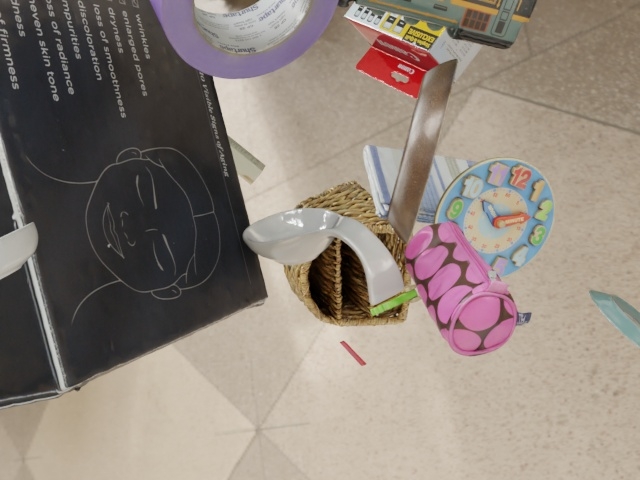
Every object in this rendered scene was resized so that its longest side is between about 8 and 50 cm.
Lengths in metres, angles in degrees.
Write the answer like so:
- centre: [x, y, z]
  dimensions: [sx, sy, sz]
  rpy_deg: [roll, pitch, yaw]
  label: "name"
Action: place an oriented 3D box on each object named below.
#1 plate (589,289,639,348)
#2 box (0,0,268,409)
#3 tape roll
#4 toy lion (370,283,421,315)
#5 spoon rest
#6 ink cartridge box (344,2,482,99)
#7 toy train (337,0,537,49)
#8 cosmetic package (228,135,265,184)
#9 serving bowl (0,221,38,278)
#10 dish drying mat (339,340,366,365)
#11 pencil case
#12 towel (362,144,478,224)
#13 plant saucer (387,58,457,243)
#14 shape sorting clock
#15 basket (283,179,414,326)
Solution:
- centre: [0.551, 0.146, 1.394]
  dimensions: [0.024, 0.188, 0.188]
  rpy_deg: [-50, 51, 20]
  label: "plate"
- centre: [-0.337, -0.079, 1.019]
  dimensions: [0.297, 0.471, 0.480]
  rpy_deg: [-13, 92, 24]
  label: "box"
- centre: [-0.079, -0.264, 0.806]
  dimensions: [0.189, 0.189, 0.080]
  rpy_deg: [-56, 46, 31]
  label: "tape roll"
- centre: [0.143, 0.120, 1.553]
  dimensions: [0.100, 0.096, 0.034]
  rpy_deg: [113, 131, -84]
  label: "toy lion"
- centre: [0.000, 0.000, 1.077]
  dimensions: [0.276, 0.137, 0.084]
  rpy_deg: [24, 129, 48]
  label: "spoon rest"
- centre: [0.213, -0.482, 1.784]
  dimensions: [0.272, 0.130, 0.309]
  rpy_deg: [-54, 45, 1]
  label: "ink cartridge box"
- centre: [0.162, -0.390, 1.113]
  dimensions: [0.142, 0.333, 0.190]
  rpy_deg: [-97, 20, -58]
  label: "toy train"
- centre: [-0.174, -0.172, 1.661]
  dimensions: [0.041, 0.115, 0.060]
  rpy_deg: [-49, 7, 15]
  label: "cosmetic package"
- centre: [-0.246, 0.017, 0.591]
  dimensions: [0.083, 0.083, 0.027]
  rpy_deg: [-15, 106, 49]
  label: "serving bowl"
- centre: [0.083, 0.286, 2.020]
  dimensions: [0.083, 0.008, 0.032]
  rpy_deg: [47, 159, -3]
  label: "dish drying mat"
- centre: [0.168, 0.048, 0.962]
  dimensions: [0.209, 0.095, 0.098]
  rpy_deg: [-115, 30, -62]
  label: "pencil case"
- centre: [0.226, -0.099, 1.544]
  dimensions: [0.209, 0.284, 0.034]
  rpy_deg: [-100, 23, -46]
  label: "towel"
- centre: [0.161, -0.149, 1.305]
  dimensions: [0.310, 0.050, 0.311]
  rpy_deg: [14, -90, -86]
  label: "plant saucer"
- centre: [0.275, -0.030, 1.244]
  dimensions: [0.040, 0.206, 0.206]
  rpy_deg: [-132, 55, -66]
  label: "shape sorting clock"
- centre: [0.056, 0.060, 1.751]
  dimensions: [0.223, 0.213, 0.299]
  rpy_deg: [44, 147, 38]
  label: "basket"
